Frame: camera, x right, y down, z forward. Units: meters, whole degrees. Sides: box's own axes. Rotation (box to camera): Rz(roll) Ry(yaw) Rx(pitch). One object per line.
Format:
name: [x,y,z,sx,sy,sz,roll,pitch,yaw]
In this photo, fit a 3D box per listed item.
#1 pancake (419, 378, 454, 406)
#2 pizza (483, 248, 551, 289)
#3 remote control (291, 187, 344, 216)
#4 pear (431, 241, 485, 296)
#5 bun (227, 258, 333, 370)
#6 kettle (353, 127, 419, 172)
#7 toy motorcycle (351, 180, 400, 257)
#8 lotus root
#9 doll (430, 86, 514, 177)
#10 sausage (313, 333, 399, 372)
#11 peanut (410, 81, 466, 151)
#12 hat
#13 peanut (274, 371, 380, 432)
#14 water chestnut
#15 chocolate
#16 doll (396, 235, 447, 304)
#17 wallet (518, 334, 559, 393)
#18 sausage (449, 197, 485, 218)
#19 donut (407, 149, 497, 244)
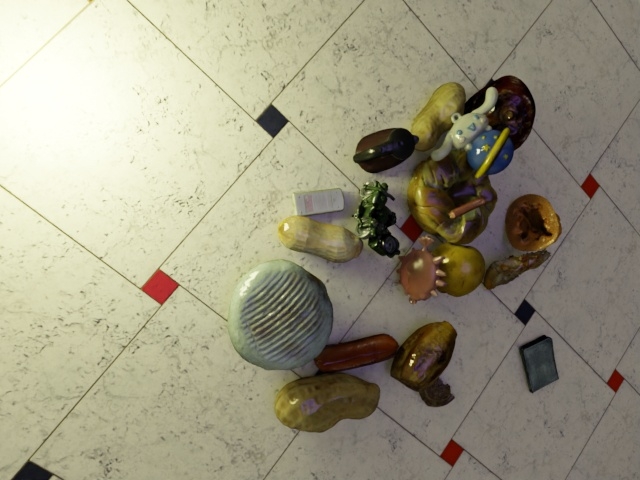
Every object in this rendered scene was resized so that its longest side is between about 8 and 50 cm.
pancake: [0.473,0.580,1.655,0.190,0.020,0.184,30,81,-17]
pizza: [0.793,0.115,1.669,0.296,0.189,0.071,-18,53,-15]
remote control: [-0.005,-0.136,1.467,0.189,0.029,0.088,-10,95,-18]
pear: [0.510,0.112,1.561,0.208,0.209,0.209,-1,92,-18]
bun: [-0.134,0.236,1.342,0.361,0.211,0.362,-2,95,-17]
kettle: [0.209,-0.315,1.426,0.201,0.232,0.144,-14,95,-17]
toy motorcycle: [0.215,-0.075,1.473,0.205,0.127,0.275,33,55,-36]
lotus root: [0.403,0.432,1.547,0.193,0.193,0.291,45,75,-14]
doll: [0.572,-0.365,1.447,0.242,0.159,0.311,29,95,23]
sausage: [0.131,0.412,1.494,0.330,0.102,0.102,-6,94,-19]
peanut: [0.446,-0.462,1.548,0.147,0.147,0.319,41,76,-15]
hat: [0.929,-0.047,1.703,0.233,0.244,0.234,13,95,-32]
peanut: [0.032,0.562,1.431,0.386,0.169,0.193,-2,98,-19]
water chestnut: [0.687,-0.470,1.573,0.244,0.289,0.289,-24,99,-21]
chocolate: [0.000,0.000,1.426,0.309,0.134,0.134,13,88,-16]
doll: [0.364,0.111,1.508,0.093,0.211,0.262,-1,100,-41]
wallet: [0.959,0.537,1.808,0.167,0.036,0.222,-19,99,-17]
sausage: [0.519,-0.115,1.467,0.147,0.030,0.035,-23,91,-14]
donut: [0.501,-0.164,1.564,0.359,0.170,0.361,0,91,-17]
